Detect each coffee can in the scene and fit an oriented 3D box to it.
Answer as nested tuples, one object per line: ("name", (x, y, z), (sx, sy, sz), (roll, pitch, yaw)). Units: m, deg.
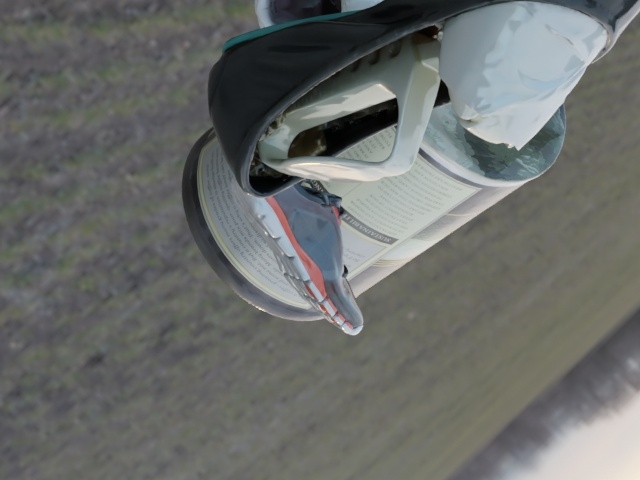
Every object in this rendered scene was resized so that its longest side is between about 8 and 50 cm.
("coffee can", (0.039, -0.077, 1.324), (0.201, 0.201, 0.275), (-34, 179, -45))

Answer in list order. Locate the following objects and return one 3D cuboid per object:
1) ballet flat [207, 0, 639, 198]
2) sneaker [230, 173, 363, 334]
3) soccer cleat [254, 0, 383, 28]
("ballet flat", (0.060, -0.083, 0.768), (0.280, 0.096, 0.095), (-20, 152, 39))
("sneaker", (0.000, 0.000, 1.133), (0.065, 0.158, 0.061), (-39, -150, -12))
("soccer cleat", (0.006, -0.173, 1.053), (0.143, 0.331, 0.116), (-2, 104, -23))
